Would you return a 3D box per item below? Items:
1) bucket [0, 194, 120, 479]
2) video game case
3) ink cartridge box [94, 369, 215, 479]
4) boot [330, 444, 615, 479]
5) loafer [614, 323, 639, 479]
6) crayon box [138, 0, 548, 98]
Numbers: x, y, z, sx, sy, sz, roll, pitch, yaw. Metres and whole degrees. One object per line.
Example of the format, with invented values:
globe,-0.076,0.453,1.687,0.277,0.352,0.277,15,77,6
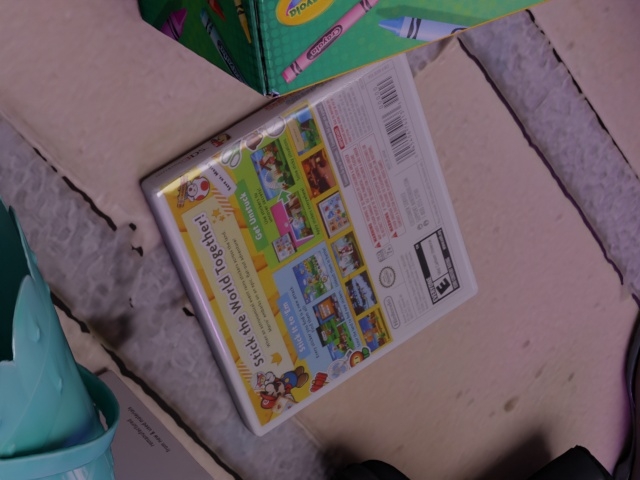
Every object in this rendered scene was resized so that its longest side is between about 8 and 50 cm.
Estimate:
bucket,-0.254,0.103,0.994,0.281,0.281,0.183,-34,135,-15
video game case,0.000,0.000,1.262,0.206,0.026,0.227,-32,126,-17
ink cartridge box,-0.180,0.235,1.162,0.232,0.168,0.171,-28,125,-19
boot,0.129,0.215,1.399,0.207,0.094,0.246,-31,132,-13
loafer,0.308,0.160,1.499,0.096,0.084,0.267,-7,115,-30
crayon box,0.041,-0.188,1.111,0.278,0.165,0.081,-21,122,-23
